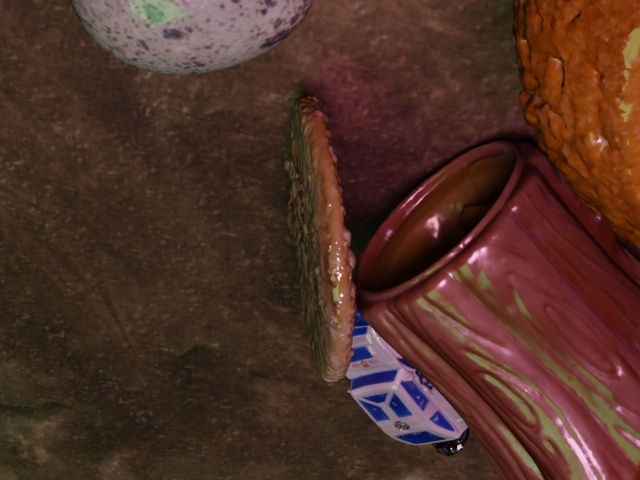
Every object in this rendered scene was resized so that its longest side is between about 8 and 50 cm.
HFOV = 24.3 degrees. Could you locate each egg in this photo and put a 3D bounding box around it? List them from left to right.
[{"bbox_3d":[-0.090,-0.179,1.020,0.172,0.132,0.132,8,139,7],"label":"egg"}]

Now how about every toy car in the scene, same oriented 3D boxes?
[{"bbox_3d":[0.073,0.127,1.319,0.080,0.070,0.170,-16,124,41],"label":"toy car"}]

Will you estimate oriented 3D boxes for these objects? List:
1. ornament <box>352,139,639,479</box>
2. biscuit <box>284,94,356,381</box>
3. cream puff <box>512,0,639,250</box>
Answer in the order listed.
[{"bbox_3d":[0.157,0.055,1.094,0.221,0.235,0.217,-37,109,23],"label":"ornament"},{"bbox_3d":[-0.001,0.000,1.117,0.033,0.220,0.220,-6,140,-6],"label":"biscuit"},{"bbox_3d":[0.245,-0.125,0.802,0.303,0.212,0.303,-4,124,-6],"label":"cream puff"}]
